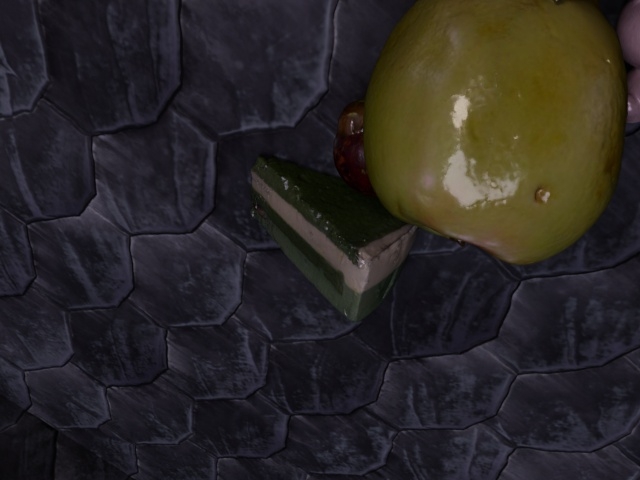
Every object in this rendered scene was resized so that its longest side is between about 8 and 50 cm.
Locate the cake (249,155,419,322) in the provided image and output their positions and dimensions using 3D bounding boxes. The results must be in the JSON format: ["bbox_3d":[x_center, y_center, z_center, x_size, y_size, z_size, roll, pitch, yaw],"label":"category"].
[{"bbox_3d":[-0.005,-0.003,1.162,0.283,0.172,0.158,20,133,6],"label":"cake"}]

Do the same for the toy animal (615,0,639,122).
[{"bbox_3d":[0.380,-0.238,0.837,0.124,0.124,0.213,-5,122,26],"label":"toy animal"}]

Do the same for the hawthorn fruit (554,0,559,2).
[{"bbox_3d":[0.280,-0.337,0.694,0.205,0.205,0.253,20,104,4],"label":"hawthorn fruit"}]

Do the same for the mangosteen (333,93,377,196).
[{"bbox_3d":[0.088,-0.148,1.026,0.145,0.155,0.181,1,104,61],"label":"mangosteen"}]

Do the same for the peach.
[{"bbox_3d":[0.191,-0.138,0.841,0.281,0.314,0.316,8,97,19],"label":"peach"}]
